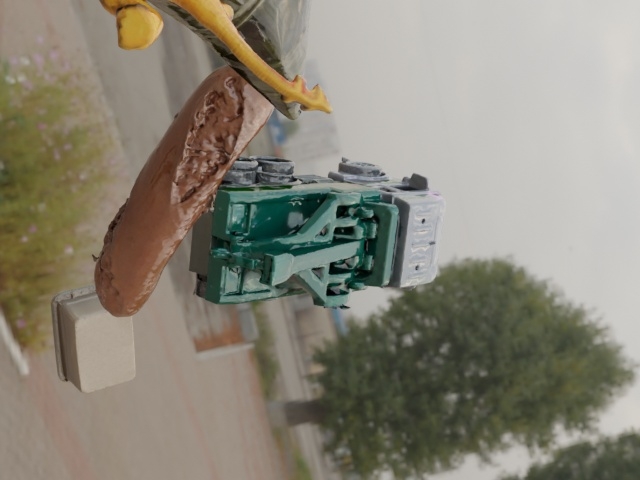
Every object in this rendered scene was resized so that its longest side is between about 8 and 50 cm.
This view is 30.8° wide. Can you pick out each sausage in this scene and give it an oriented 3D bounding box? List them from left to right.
[{"bbox_3d":[-0.139,-0.048,1.116,0.079,0.326,0.087,43,32,10],"label":"sausage"}]

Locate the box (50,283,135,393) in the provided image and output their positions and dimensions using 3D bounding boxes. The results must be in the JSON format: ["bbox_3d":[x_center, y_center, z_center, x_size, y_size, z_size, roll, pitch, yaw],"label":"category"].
[{"bbox_3d":[-0.266,0.118,1.382,0.062,0.089,0.122,37,-47,50],"label":"box"}]

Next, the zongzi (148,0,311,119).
[{"bbox_3d":[-0.021,-0.235,0.803,0.111,0.247,0.241,28,-5,32],"label":"zongzi"}]

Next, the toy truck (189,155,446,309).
[{"bbox_3d":[-0.004,-0.002,1.360,0.363,0.178,0.176,-8,110,-50],"label":"toy truck"}]

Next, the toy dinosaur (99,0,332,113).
[{"bbox_3d":[-0.115,-0.152,0.585,0.070,0.288,0.117,-54,-152,27],"label":"toy dinosaur"}]
